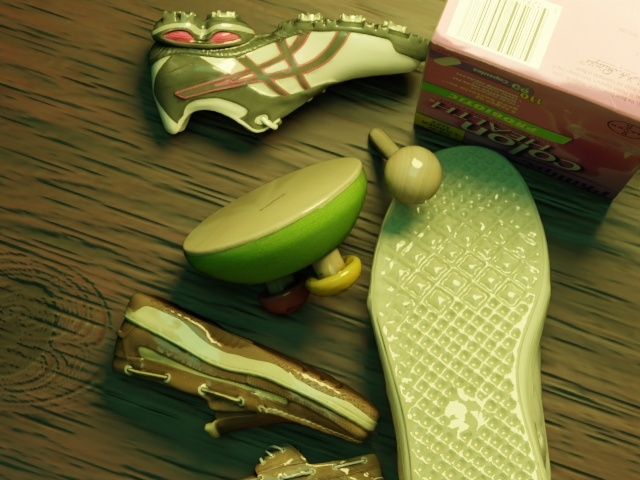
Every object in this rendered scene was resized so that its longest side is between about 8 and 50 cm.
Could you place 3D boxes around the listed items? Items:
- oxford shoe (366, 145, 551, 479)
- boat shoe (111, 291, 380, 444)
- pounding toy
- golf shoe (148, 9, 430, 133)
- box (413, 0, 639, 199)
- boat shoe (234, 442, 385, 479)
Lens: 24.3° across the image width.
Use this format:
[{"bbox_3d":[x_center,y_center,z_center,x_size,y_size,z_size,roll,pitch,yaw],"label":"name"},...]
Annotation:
[{"bbox_3d":[0.133,0.121,1.360,0.169,0.130,0.449,-5,63,5],"label":"oxford shoe"},{"bbox_3d":[-0.074,0.140,1.375,0.257,0.095,0.095,24,90,13],"label":"boat shoe"},{"bbox_3d":[0.000,0.000,1.375,0.237,0.183,0.110,-28,105,-9],"label":"pounding toy"},{"bbox_3d":[-0.030,-0.163,1.440,0.273,0.105,0.120,1,96,5],"label":"golf shoe"},{"bbox_3d":[0.208,-0.153,1.348,0.214,0.243,0.117,22,79,4],"label":"box"},{"bbox_3d":[-0.032,0.223,1.368,0.183,0.066,0.066,2,73,-9],"label":"boat shoe"}]
